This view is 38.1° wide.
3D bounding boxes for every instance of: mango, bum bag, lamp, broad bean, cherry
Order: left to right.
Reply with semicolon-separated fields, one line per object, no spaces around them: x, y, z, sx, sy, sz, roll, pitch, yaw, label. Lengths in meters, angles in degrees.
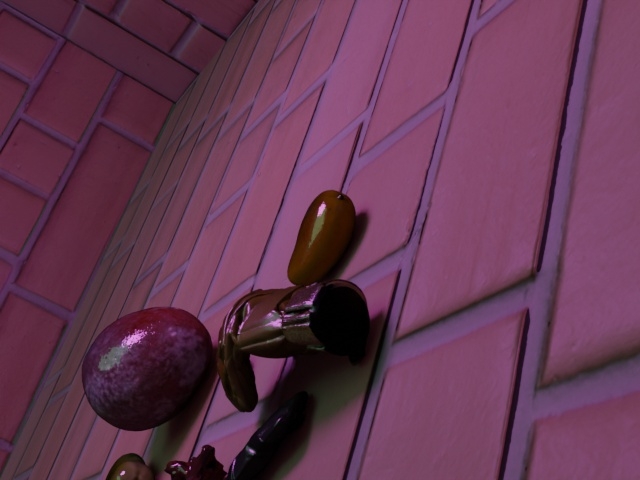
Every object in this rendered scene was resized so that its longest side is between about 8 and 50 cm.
-0.352;0.452;1.689;0.124;0.082;0.174;-66;9;-17;broad bean
-0.331;0.239;1.730;0.285;0.213;0.236;-40;35;27;cherry
-0.217;0.416;1.299;0.223;0.151;0.215;-29;11;-4;lamp
-0.077;0.284;1.254;0.197;0.049;0.087;-54;-5;21;bum bag
0.000;0.000;1.427;0.161;0.076;0.103;-62;23;5;mango

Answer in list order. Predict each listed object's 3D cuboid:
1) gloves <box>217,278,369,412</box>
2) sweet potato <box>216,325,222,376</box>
-0.065;0.133;1.274;0.331;0.141;0.154;-27;22;50;gloves
-0.152;0.188;1.583;0.065;0.051;0.218;-59;17;17;sweet potato
